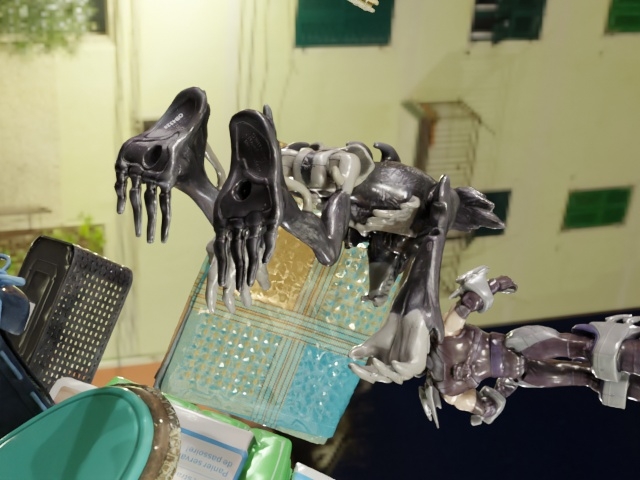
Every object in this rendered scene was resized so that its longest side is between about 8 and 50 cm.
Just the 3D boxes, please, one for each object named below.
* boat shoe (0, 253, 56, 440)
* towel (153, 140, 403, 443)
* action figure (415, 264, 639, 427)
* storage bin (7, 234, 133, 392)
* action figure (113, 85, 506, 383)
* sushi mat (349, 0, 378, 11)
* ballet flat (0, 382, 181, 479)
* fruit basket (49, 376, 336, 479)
[{"bbox_3d":[-0.289,0.059,0.914,0.109,0.089,0.258,-123,-160,-48],"label":"boat shoe"},{"bbox_3d":[-0.036,0.074,1.467,0.370,0.271,0.040,-67,-162,4],"label":"towel"},{"bbox_3d":[0.204,0.119,1.107,0.099,0.284,0.185,-69,155,-46],"label":"action figure"},{"bbox_3d":[-0.308,0.095,1.254,0.122,0.084,0.180,11,-103,52],"label":"storage bin"},{"bbox_3d":[0.000,0.000,0.647,0.164,0.275,0.141,16,-89,33],"label":"action figure"},{"bbox_3d":[-0.068,-0.250,0.796,0.019,0.316,0.151,-47,-110,19],"label":"sushi mat"},{"bbox_3d":[-0.271,0.295,0.780,0.164,0.482,0.182,47,-7,45],"label":"ballet flat"},{"bbox_3d":[-0.169,0.295,0.924,0.353,0.326,0.166,-59,163,-46],"label":"fruit basket"}]
